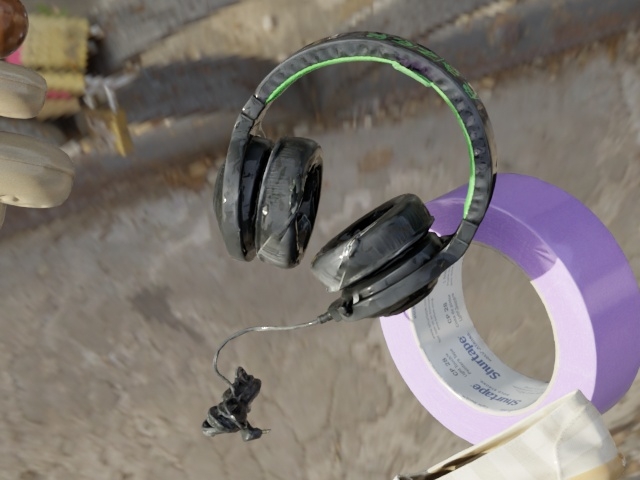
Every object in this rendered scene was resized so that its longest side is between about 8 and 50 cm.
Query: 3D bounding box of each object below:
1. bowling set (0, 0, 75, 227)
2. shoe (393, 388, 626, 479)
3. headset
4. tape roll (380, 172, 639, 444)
[{"bbox_3d":[-0.299,-0.096,1.343,0.154,0.287,0.200,14,65,-32],"label":"bowling set"},{"bbox_3d":[0.081,0.157,1.162,0.219,0.076,0.058,-23,98,7],"label":"shoe"},{"bbox_3d":[0.000,0.000,1.710,0.243,0.185,0.394,30,111,3],"label":"headset"},{"bbox_3d":[0.189,0.074,1.869,0.090,0.275,0.275,-27,78,-42],"label":"tape roll"}]
